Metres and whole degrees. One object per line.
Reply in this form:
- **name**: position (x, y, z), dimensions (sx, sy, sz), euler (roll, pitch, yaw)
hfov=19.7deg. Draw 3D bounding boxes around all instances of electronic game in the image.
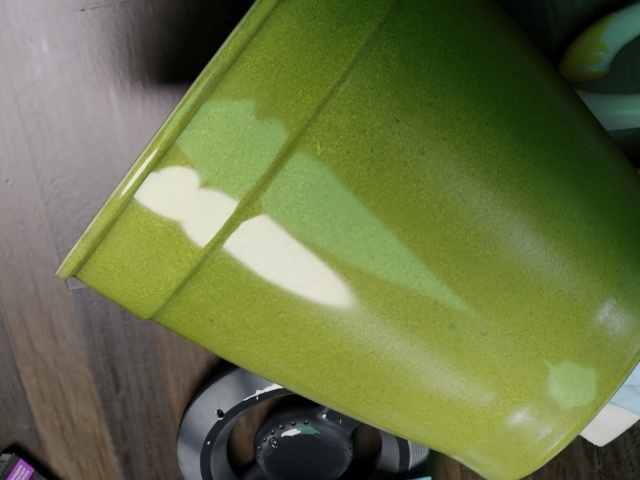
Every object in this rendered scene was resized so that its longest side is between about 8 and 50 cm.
- **electronic game**: position (-0.015, 0.184, 1.663), dimensions (0.229, 0.048, 0.229), euler (-1, 128, -2)

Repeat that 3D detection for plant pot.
- **plant pot**: position (0.060, -0.018, 1.320), dimensions (0.353, 0.366, 0.366), euler (37, 112, -5)

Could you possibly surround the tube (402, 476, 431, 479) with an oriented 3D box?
- **tube**: position (-0.002, 0.254, 1.660), dimensions (0.207, 0.052, 0.080), euler (-7, 137, -5)

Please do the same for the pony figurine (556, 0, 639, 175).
- **pony figurine**: position (0.357, -0.061, 1.445), dimensions (0.363, 0.303, 0.351), euler (-18, 112, 24)

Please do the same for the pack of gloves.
- **pack of gloves**: position (0.202, 0.128, 1.573), dimensions (0.195, 0.046, 0.232), euler (24, 154, -9)

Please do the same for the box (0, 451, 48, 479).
- **box**: position (-0.256, 0.285, 1.678), dimensions (0.162, 0.116, 0.029), euler (43, 153, -25)
